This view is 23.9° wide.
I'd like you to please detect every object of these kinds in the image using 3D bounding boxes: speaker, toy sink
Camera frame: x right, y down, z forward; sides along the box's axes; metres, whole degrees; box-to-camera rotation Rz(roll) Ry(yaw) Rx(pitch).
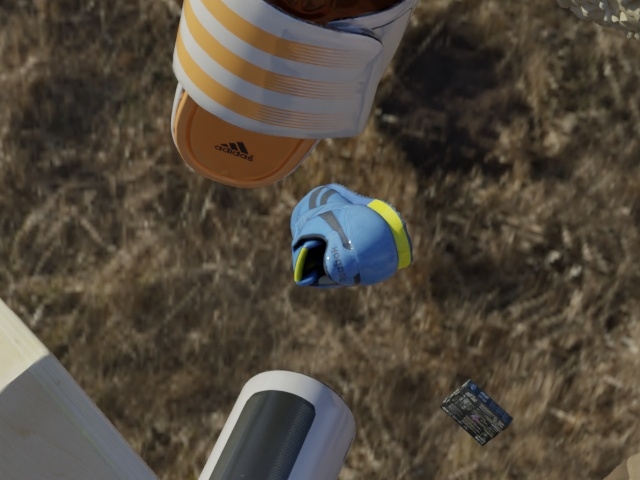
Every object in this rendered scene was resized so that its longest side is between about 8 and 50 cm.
[{"bbox_3d":[-0.031,0.120,0.621,0.055,0.055,0.136,19,46,8],"label":"speaker"},{"bbox_3d":[-0.184,0.137,0.885,0.131,0.234,0.153,-40,110,-11],"label":"toy sink"}]

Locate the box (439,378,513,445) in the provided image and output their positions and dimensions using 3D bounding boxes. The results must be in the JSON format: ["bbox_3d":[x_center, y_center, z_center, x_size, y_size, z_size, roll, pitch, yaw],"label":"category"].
[{"bbox_3d":[0.216,0.239,2.094,0.083,0.067,0.018,42,45,0],"label":"box"}]

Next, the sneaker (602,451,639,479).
[{"bbox_3d":[0.211,0.206,1.028,0.066,0.071,0.188,47,18,3],"label":"sneaker"}]

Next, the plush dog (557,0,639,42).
[{"bbox_3d":[0.190,-0.145,0.703,0.210,0.262,0.225,-37,55,-18],"label":"plush dog"}]

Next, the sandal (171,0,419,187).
[{"bbox_3d":[-0.019,-0.072,0.692,0.102,0.265,0.076,15,60,-5],"label":"sandal"}]

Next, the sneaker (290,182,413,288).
[{"bbox_3d":[0.000,0.000,1.239,0.082,0.209,0.069,-21,102,-16],"label":"sneaker"}]
